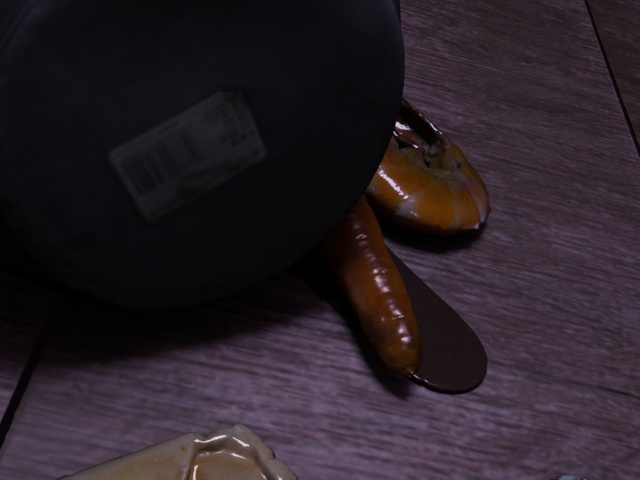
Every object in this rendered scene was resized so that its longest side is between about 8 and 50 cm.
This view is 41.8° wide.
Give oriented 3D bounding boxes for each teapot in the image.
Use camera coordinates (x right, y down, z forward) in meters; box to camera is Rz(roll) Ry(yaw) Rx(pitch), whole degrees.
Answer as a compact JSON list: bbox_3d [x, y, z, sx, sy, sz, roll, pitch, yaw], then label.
[{"bbox_3d":[-0.170,-0.137,0.561,0.376,0.305,0.361,-32,46,-9],"label":"teapot"}]

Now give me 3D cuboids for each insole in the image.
[{"bbox_3d":[0.000,0.000,0.649,0.111,0.007,0.328,-26,57,-39],"label":"insole"}]

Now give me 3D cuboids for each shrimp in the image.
[{"bbox_3d":[0.053,-0.091,0.735,0.150,0.068,0.248,-11,52,-48],"label":"shrimp"}]

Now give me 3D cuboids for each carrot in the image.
[{"bbox_3d":[0.025,0.011,0.600,0.061,0.061,0.209,-5,49,-26],"label":"carrot"}]

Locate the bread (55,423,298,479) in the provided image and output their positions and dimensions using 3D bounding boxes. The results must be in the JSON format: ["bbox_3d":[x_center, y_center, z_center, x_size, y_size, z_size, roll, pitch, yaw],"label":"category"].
[{"bbox_3d":[-0.059,0.193,0.316,0.192,0.109,0.210,-27,52,-30],"label":"bread"}]

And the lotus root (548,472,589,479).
[{"bbox_3d":[0.201,0.180,0.468,0.165,0.088,0.088,15,40,1],"label":"lotus root"}]
